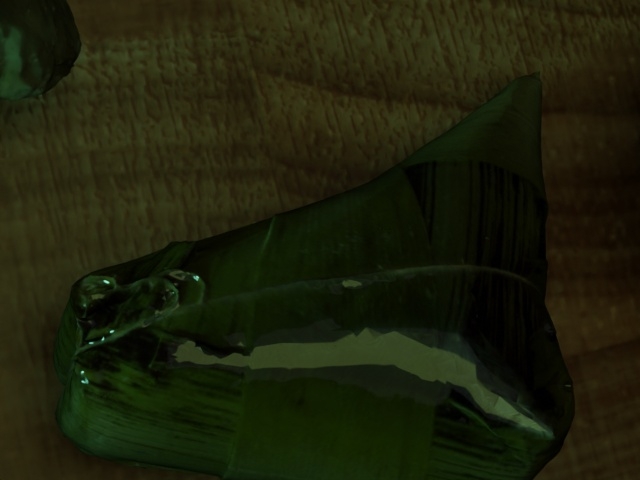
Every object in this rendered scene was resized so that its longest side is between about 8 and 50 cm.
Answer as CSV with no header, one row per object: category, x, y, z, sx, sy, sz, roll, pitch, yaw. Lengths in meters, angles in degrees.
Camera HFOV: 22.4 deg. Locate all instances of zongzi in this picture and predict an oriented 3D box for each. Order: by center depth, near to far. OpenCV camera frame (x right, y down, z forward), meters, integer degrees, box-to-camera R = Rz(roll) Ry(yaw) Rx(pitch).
zongzi,0.000,0.000,0.927,0.274,0.145,0.300,12,60,-10

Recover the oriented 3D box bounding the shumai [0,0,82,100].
shumai,-0.239,-0.145,0.871,0.153,0.161,0.209,-37,113,1
